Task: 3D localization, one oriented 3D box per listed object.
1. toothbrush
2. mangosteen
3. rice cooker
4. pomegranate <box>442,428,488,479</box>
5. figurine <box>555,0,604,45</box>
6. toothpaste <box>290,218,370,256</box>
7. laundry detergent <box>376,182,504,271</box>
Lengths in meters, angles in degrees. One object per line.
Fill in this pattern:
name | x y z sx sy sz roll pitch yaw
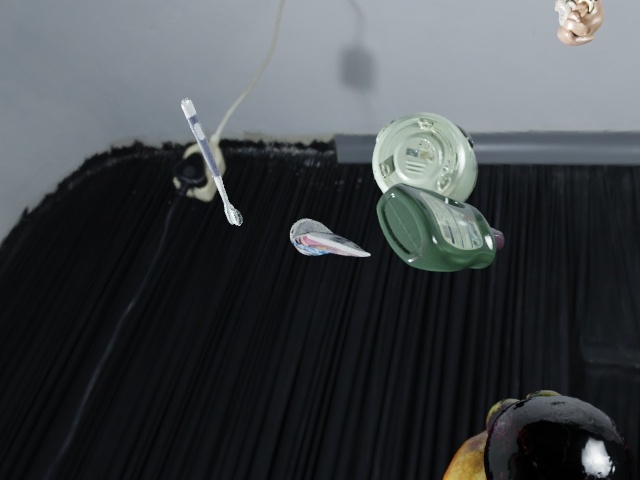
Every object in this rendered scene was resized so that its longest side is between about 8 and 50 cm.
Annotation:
toothbrush | -0.204 -0.141 1.293 0.026 0.024 0.288 23 143 41
mangosteen | 0.217 0.197 0.639 0.137 0.151 0.137 0 116 0
rice cooker | 0.237 -0.169 1.524 0.225 0.226 0.244 1 176 22
pomegranate | 0.358 0.470 1.224 0.270 0.252 0.229 60 169 -22
figurine | 0.388 -0.381 1.033 0.114 0.126 0.157 -33 94 15
toothpaste | 0.000 0.000 1.092 0.096 0.061 0.266 17 180 -13
laundry detergent | 0.189 -0.018 0.994 0.221 0.144 0.078 2 139 -43
